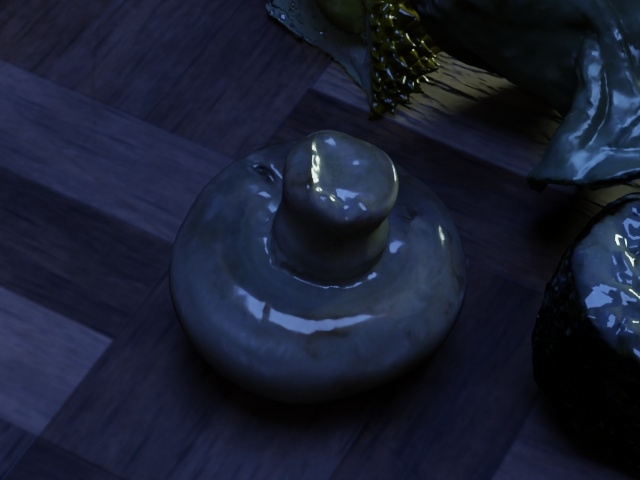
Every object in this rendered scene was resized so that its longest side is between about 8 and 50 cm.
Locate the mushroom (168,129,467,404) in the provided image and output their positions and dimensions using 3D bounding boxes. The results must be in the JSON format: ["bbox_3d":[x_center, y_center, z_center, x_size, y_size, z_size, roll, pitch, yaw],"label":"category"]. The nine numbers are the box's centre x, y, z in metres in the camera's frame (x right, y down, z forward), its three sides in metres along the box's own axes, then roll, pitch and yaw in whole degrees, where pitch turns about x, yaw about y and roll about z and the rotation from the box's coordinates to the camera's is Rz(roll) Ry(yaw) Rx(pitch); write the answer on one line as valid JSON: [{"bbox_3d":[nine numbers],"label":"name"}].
[{"bbox_3d":[0.000,0.000,1.482,0.244,0.243,0.243,0,51,0],"label":"mushroom"}]

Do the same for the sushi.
[{"bbox_3d":[0.338,0.101,1.440,0.350,0.171,0.211,19,55,14],"label":"sushi"}]

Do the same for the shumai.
[{"bbox_3d":[0.271,-0.193,1.586,0.330,0.292,0.288,-40,39,13],"label":"shumai"}]

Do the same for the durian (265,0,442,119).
[{"bbox_3d":[0.017,-0.267,1.770,0.306,0.166,0.172,40,30,21],"label":"durian"}]
